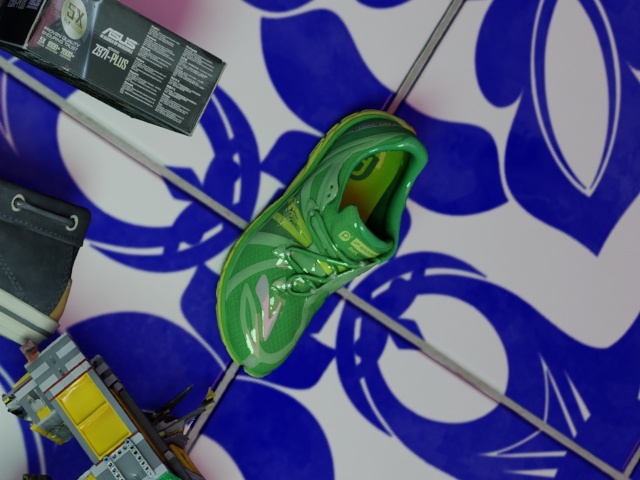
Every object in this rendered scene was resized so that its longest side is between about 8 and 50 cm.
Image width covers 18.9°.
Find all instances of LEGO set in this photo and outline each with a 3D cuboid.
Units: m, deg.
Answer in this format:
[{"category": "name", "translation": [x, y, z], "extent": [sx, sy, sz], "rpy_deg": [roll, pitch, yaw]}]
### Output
[{"category": "LEGO set", "translation": [-0.231, 0.221, 1.763], "extent": [0.255, 0.192, 0.331], "rpy_deg": [-42, 158, 8]}]

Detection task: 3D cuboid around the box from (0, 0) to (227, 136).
[{"category": "box", "translation": [-0.200, -0.174, 1.738], "extent": [0.180, 0.147, 0.077], "rpy_deg": [27, 87, -28]}]

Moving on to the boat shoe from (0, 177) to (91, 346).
[{"category": "boat shoe", "translation": [-0.397, -0.080, 1.641], "extent": [0.500, 0.187, 0.156], "rpy_deg": [35, 82, -34]}]

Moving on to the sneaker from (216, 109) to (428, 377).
[{"category": "sneaker", "translation": [0.000, 0.000, 1.886], "extent": [0.109, 0.123, 0.295], "rpy_deg": [35, 84, -28]}]
